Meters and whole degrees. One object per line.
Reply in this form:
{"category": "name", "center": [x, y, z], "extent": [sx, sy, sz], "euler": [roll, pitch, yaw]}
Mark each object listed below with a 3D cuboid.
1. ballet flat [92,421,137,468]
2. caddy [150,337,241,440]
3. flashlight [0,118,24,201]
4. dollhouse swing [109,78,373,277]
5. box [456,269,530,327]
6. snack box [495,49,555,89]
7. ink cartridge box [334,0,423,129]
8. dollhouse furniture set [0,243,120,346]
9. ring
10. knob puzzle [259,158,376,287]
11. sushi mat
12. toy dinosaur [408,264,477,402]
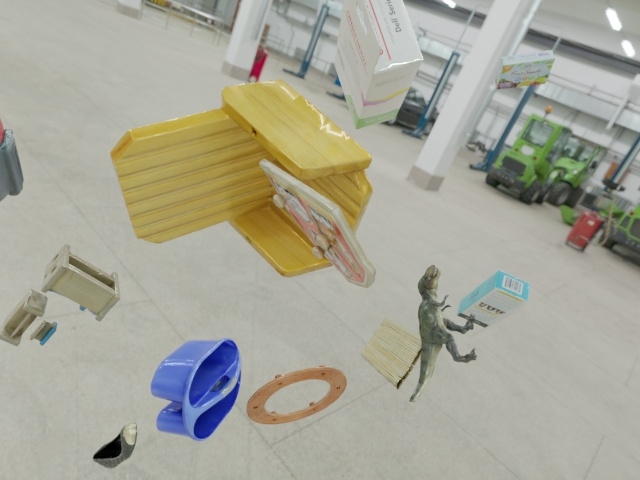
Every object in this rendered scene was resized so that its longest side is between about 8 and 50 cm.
{"category": "ballet flat", "center": [-0.406, 0.412, 0.913], "extent": [0.049, 0.173, 0.058], "euler": [19, 38, -32]}
{"category": "caddy", "center": [-0.344, 0.433, 1.371], "extent": [0.179, 0.242, 0.341], "euler": [0, 14, 15]}
{"category": "flashlight", "center": [-0.252, -0.147, 0.248], "extent": [0.103, 0.304, 0.103], "euler": [17, 41, 2]}
{"category": "dollhouse swing", "center": [-0.140, -0.053, 0.833], "extent": [0.305, 0.347, 0.315], "euler": [-36, 71, -29]}
{"category": "box", "center": [0.506, 0.179, 1.358], "extent": [0.100, 0.244, 0.060], "euler": [24, 61, 1]}
{"category": "snack box", "center": [0.594, -0.497, 1.340], "extent": [0.141, 0.100, 0.037], "euler": [-5, 63, 8]}
{"category": "ink cartridge box", "center": [0.127, -0.431, 1.054], "extent": [0.119, 0.207, 0.353], "euler": [-16, -8, -6]}
{"category": "dollhouse furniture set", "center": [-0.533, 0.129, 0.952], "extent": [0.129, 0.184, 0.129], "euler": [41, 0, -32]}
{"category": "ring", "center": [-0.075, 0.496, 1.476], "extent": [0.336, 0.337, 0.032], "euler": [9, 40, -32]}
{"category": "knob puzzle", "center": [0.000, 0.000, 0.586], "extent": [0.213, 0.030, 0.213], "euler": [46, -11, 12]}
{"category": "sushi mat", "center": [0.203, 0.311, 1.318], "extent": [0.019, 0.151, 0.316], "euler": [35, -6, -10]}
{"category": "toy dinosaur", "center": [0.243, 0.187, 0.904], "extent": [0.118, 0.268, 0.064], "euler": [7, -21, 7]}
